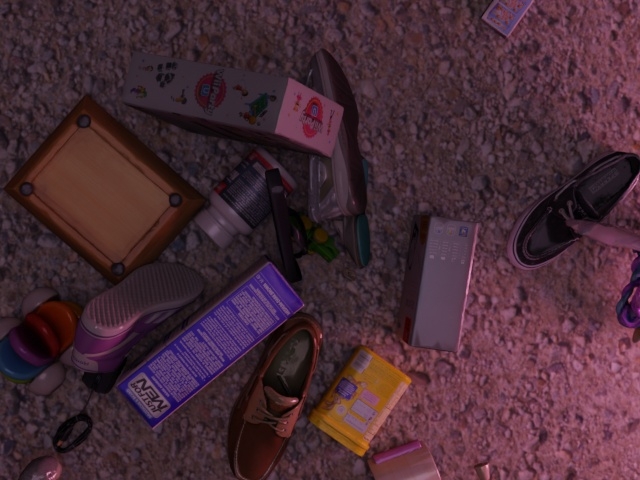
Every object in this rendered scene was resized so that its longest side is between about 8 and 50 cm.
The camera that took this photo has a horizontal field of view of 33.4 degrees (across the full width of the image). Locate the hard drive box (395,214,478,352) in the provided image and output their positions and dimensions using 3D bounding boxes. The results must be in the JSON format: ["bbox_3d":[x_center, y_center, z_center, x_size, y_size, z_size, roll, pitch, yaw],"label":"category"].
[{"bbox_3d":[0.207,0.073,1.925,0.089,0.181,0.232,8,90,-5],"label":"hard drive box"}]

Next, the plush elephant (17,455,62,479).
[{"bbox_3d":[-0.480,0.603,1.850,0.255,0.272,0.330,25,118,8],"label":"plush elephant"}]

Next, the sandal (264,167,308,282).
[{"bbox_3d":[-0.051,-0.018,1.883,0.054,0.097,0.254,-13,137,-4],"label":"sandal"}]

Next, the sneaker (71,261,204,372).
[{"bbox_3d":[-0.333,0.141,1.895,0.102,0.282,0.161,41,128,21],"label":"sneaker"}]

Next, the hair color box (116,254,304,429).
[{"bbox_3d":[-0.194,0.173,1.892,0.339,0.185,0.110,-38,96,-2],"label":"hair color box"}]

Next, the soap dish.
[{"bbox_3d":[-0.385,-0.082,1.903,0.291,0.118,0.229,41,88,-6],"label":"soap dish"}]

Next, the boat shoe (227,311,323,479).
[{"bbox_3d":[-0.086,0.285,1.936,0.122,0.120,0.324,18,90,-5],"label":"boat shoe"}]

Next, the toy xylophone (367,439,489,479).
[{"bbox_3d":[0.219,0.532,1.987,0.236,0.081,0.323,-10,92,-4],"label":"toy xylophone"}]

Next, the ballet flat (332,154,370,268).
[{"bbox_3d":[0.054,-0.053,1.975,0.068,0.072,0.213,-1,91,23],"label":"ballet flat"}]

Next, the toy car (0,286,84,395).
[{"bbox_3d":[-0.499,0.179,1.885,0.182,0.136,0.159,-42,87,-2],"label":"toy car"}]

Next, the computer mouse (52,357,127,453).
[{"bbox_3d":[-0.422,0.282,1.949,0.071,0.041,0.242,26,90,-6],"label":"computer mouse"}]

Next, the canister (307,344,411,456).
[{"bbox_3d":[0.074,0.294,1.974,0.126,0.073,0.170,35,87,-5],"label":"canister"}]

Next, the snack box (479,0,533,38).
[{"bbox_3d":[0.375,-0.470,2.002,0.064,0.022,0.178,35,89,-6],"label":"snack box"}]

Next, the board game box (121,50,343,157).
[{"bbox_3d":[-0.146,-0.227,1.807,0.303,0.224,0.097,14,89,25],"label":"board game box"}]

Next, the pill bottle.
[{"bbox_3d":[-0.138,-0.073,1.928,0.180,0.108,0.108,-45,94,-3],"label":"pill bottle"}]

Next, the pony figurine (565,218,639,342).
[{"bbox_3d":[0.642,0.006,1.902,0.303,0.351,0.363,38,91,32],"label":"pony figurine"}]

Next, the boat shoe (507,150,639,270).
[{"bbox_3d":[0.475,-0.056,1.981,0.301,0.102,0.108,-38,94,-3],"label":"boat shoe"}]

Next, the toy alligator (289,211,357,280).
[{"bbox_3d":[0.000,0.000,1.973,0.189,0.056,0.051,38,48,-5],"label":"toy alligator"}]

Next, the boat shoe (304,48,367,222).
[{"bbox_3d":[0.009,-0.191,1.914,0.103,0.118,0.320,-14,75,20],"label":"boat shoe"}]
